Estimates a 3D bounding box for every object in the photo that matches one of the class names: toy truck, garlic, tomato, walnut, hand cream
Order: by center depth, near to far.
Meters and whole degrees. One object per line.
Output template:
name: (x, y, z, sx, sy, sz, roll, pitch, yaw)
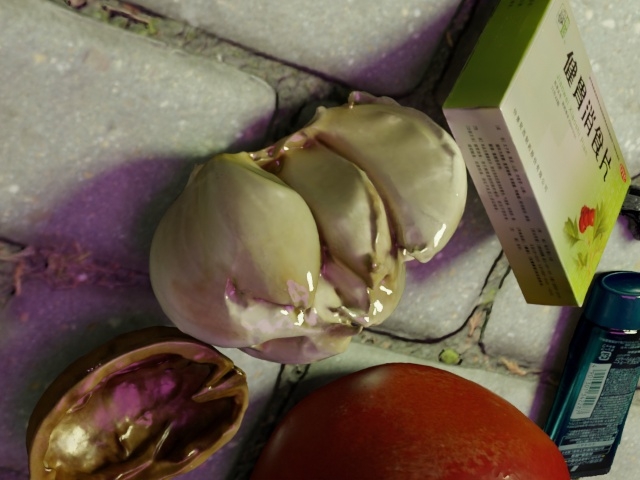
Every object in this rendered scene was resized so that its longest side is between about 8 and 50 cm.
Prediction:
garlic: (-0.006, 0.013, 1.228, 0.281, 0.203, 0.184, -19, 141, -24)
walnut: (-0.175, 0.144, 1.270, 0.211, 0.087, 0.167, -24, 133, -15)
tomato: (0.085, 0.287, 1.387, 0.290, 0.293, 0.325, 14, 118, -48)
toy truck: (0.352, -0.026, 1.517, 0.083, 0.039, 0.044, 44, 73, -41)
hand cream: (0.311, 0.163, 1.585, 0.120, 0.061, 0.270, -4, 120, -28)

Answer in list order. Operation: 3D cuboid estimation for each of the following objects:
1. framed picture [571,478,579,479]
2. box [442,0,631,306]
framed picture: (0.203, 0.320, 1.641, 0.231, 0.010, 0.173, -12, 122, -24)
box: (0.209, -0.086, 1.327, 0.175, 0.062, 0.260, -61, 138, -34)
